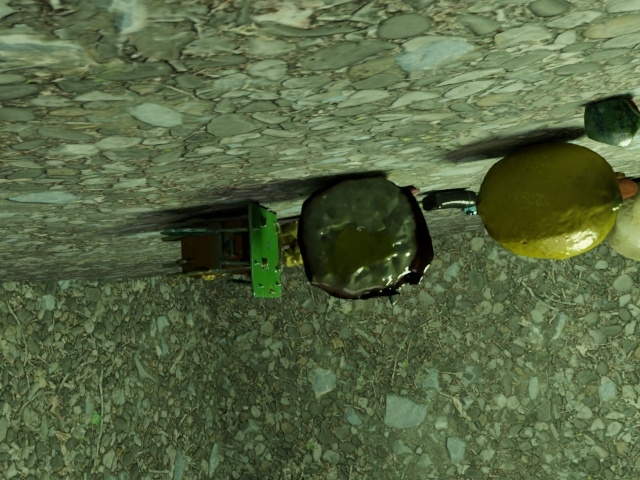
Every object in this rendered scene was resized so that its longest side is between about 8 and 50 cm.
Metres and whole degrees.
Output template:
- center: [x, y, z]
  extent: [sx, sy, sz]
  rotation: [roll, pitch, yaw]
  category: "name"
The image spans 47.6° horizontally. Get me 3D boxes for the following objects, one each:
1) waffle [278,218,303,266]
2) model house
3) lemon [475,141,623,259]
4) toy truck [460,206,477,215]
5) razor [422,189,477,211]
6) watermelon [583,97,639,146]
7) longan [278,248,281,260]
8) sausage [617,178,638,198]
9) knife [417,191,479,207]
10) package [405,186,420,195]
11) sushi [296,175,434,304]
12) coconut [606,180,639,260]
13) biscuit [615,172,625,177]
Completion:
- center: [0.000, 0.000, 2.278]
  extent: [0.261, 0.151, 0.324]
  rotation: [-14, 177, 13]
  category: "waffle"
- center: [-0.276, 0.043, 1.861]
  extent: [0.313, 0.242, 0.358]
  rotation: [-6, 177, 7]
  category: "model house"
- center: [0.465, -0.082, 1.505]
  extent: [0.320, 0.245, 0.245]
  rotation: [1, -178, 42]
  category: "lemon"
- center: [0.489, -0.112, 2.351]
  extent: [0.073, 0.056, 0.090]
  rotation: [-3, -172, -7]
  category: "toy truck"
- center: [0.364, -0.114, 2.061]
  extent: [0.148, 0.054, 0.090]
  rotation: [-5, 174, -22]
  category: "razor"
- center: [0.485, -0.202, 1.216]
  extent: [0.092, 0.084, 0.072]
  rotation: [28, -156, 7]
  category: "watermelon"
- center: [-0.221, 0.041, 2.388]
  extent: [0.187, 0.167, 0.167]
  rotation: [13, -178, 18]
  category: "longan"
- center: [0.941, -0.163, 2.332]
  extent: [0.194, 0.077, 0.077]
  rotation: [-5, 174, -29]
  category: "sausage"
- center: [0.360, -0.120, 2.210]
  extent: [0.293, 0.020, 0.043]
  rotation: [-9, 173, 8]
  category: "knife"
- center: [0.230, -0.124, 1.892]
  extent: [0.059, 0.029, 0.083]
  rotation: [-17, -176, 13]
  category: "package"
- center: [0.098, -0.001, 1.674]
  extent: [0.299, 0.281, 0.294]
  rotation: [6, 175, 0]
  category: "sushi"
- center: [1.120, -0.070, 2.479]
  extent: [0.329, 0.329, 0.329]
  rotation: [-8, 175, -1]
  category: "coconut"
- center: [0.853, -0.187, 2.211]
  extent: [0.119, 0.019, 0.130]
  rotation: [-8, 175, -6]
  category: "biscuit"
